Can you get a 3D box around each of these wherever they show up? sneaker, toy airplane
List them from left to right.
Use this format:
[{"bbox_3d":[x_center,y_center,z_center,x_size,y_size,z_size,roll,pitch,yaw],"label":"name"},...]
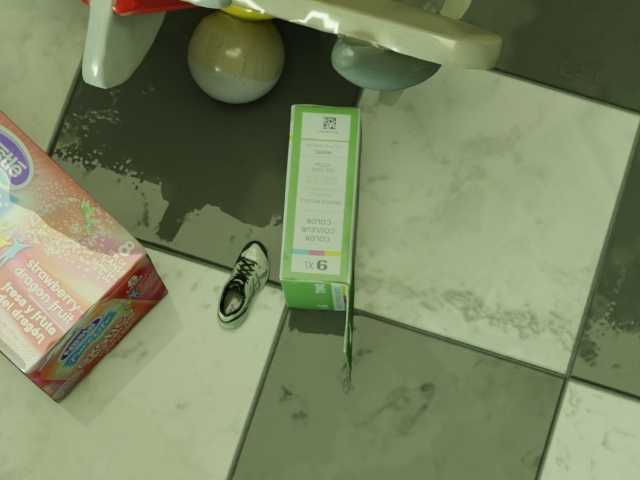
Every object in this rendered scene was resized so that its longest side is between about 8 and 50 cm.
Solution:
[{"bbox_3d":[-0.080,-0.220,1.383,0.384,0.272,0.386,-9,41,-13],"label":"toy airplane"},{"bbox_3d":[-0.066,0.036,1.437,0.032,0.037,0.083,17,75,7],"label":"sneaker"}]

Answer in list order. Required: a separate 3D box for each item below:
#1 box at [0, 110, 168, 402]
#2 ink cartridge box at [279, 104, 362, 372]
[{"bbox_3d":[-0.288,-0.023,1.399,0.300,0.154,0.142,42,80,12],"label":"box"},{"bbox_3d":[0.000,0.000,1.408,0.062,0.109,0.209,2,76,2],"label":"ink cartridge box"}]
